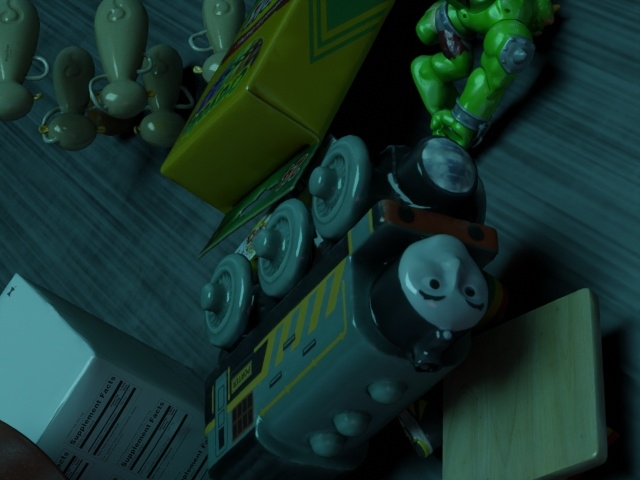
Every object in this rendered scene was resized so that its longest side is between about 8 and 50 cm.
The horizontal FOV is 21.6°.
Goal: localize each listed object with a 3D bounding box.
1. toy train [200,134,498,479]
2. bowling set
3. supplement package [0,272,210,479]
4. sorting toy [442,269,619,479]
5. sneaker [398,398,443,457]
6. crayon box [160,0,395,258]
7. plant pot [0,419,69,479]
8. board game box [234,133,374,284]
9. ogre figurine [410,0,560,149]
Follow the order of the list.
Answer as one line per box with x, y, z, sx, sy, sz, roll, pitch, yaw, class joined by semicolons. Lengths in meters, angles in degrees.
0.016;0.064;1.244;0.334;0.142;0.190;-45;40;46;toy train
-0.200;-0.145;1.730;0.287;0.200;0.154;-5;54;-1;bowling set
-0.184;0.161;1.401;0.149;0.203;0.194;-57;34;1;supplement package
0.148;0.126;1.157;0.132;0.046;0.274;-28;44;36;sorting toy
0.078;0.134;1.259;0.035;0.031;0.083;-23;29;-3;sneaker
-0.029;-0.153;1.463;0.202;0.081;0.318;-35;25;57;crayon box
-0.309;0.264;1.167;0.272;0.272;0.265;-22;9;40;plant pot
0.000;0.000;1.388;0.154;0.103;0.026;-51;35;10;board game box
0.128;-0.177;1.379;0.118;0.097;0.197;-36;27;46;ogre figurine
